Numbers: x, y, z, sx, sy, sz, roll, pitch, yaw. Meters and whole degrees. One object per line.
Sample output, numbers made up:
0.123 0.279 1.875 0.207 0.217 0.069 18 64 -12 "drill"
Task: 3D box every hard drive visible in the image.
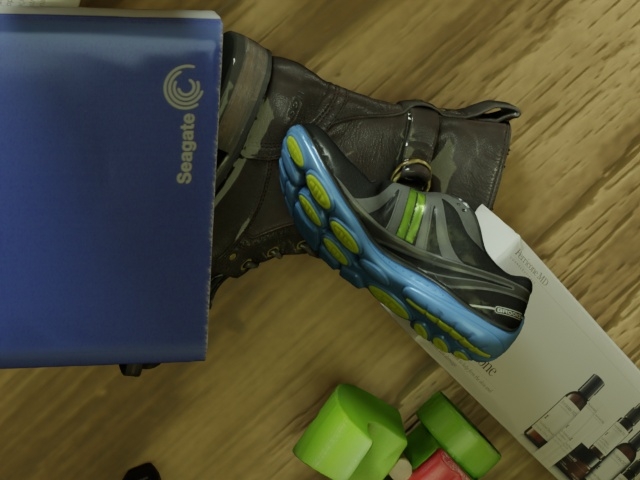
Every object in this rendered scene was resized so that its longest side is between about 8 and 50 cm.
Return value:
-0.219 -0.026 0.782 0.319 0.040 0.210 -1 111 -15 "hard drive"

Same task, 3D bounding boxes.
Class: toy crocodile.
0.115 0.221 0.996 0.115 0.105 0.340 -43 108 1 "toy crocodile"

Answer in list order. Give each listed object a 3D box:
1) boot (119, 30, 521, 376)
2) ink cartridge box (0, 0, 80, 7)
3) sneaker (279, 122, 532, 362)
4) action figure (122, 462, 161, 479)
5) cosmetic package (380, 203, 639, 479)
0.000 0.000 0.931 0.229 0.091 0.263 19 106 -24 "boot"
-0.301 -0.230 0.790 0.354 0.119 0.207 14 101 -16 "ink cartridge box"
0.051 -0.005 0.858 0.188 0.067 0.078 40 64 -1 "sneaker"
-0.100 0.309 0.983 0.185 0.099 0.285 -25 111 -12 "action figure"
0.155 0.089 0.966 0.099 0.060 0.239 -46 122 0 "cosmetic package"
